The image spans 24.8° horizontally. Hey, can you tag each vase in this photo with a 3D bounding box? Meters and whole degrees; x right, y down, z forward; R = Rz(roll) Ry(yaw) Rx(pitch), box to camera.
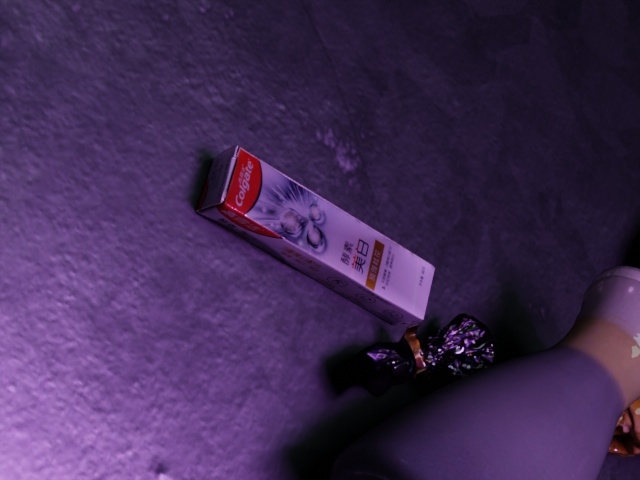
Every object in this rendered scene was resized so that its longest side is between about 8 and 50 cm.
[{"bbox_3d":[0.170,0.148,1.154,0.321,0.173,0.173,-37,103,-33],"label":"vase"}]

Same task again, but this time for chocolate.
[{"bbox_3d":[0.078,0.094,1.190,0.147,0.072,0.070,5,65,-46],"label":"chocolate"}]

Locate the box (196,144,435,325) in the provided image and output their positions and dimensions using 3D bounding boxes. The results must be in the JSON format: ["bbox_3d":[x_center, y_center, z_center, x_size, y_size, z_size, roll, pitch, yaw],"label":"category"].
[{"bbox_3d":[0.000,0.000,1.167,0.218,0.039,0.055,30,61,-31],"label":"box"}]

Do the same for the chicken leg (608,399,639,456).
[{"bbox_3d":[0.348,0.112,1.385,0.409,0.182,0.295,-7,72,-26],"label":"chicken leg"}]
